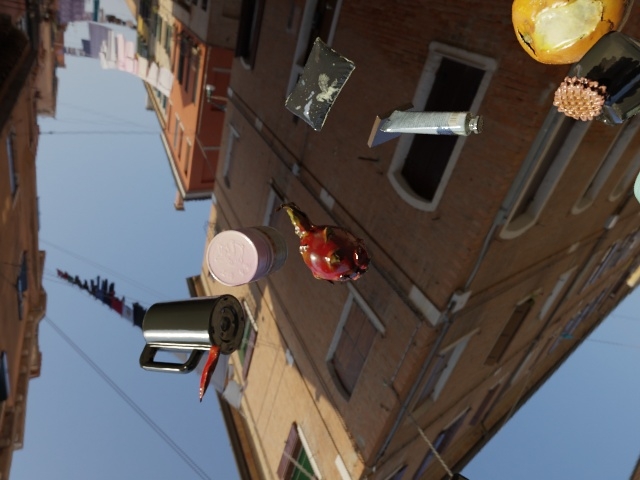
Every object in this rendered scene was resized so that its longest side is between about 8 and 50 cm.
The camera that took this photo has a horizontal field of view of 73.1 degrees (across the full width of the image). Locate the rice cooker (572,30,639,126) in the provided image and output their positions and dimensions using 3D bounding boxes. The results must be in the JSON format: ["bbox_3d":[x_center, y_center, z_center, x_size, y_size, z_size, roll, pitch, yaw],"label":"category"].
[{"bbox_3d":[0.535,-0.287,0.776,0.203,0.118,0.142,10,-136,-50],"label":"rice cooker"}]

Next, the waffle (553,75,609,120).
[{"bbox_3d":[0.416,-0.226,0.694,0.075,0.029,0.083,37,173,17],"label":"waffle"}]

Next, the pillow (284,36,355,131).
[{"bbox_3d":[-0.005,-0.413,1.159,0.141,0.208,0.055,41,-146,14],"label":"pillow"}]

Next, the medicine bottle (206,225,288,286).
[{"bbox_3d":[-0.259,0.050,1.606,0.202,0.202,0.316,22,-170,11],"label":"medicine bottle"}]

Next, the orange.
[{"bbox_3d":[0.546,-0.513,0.949,0.240,0.240,0.240,13,-153,-7],"label":"orange"}]

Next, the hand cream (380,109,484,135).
[{"bbox_3d":[0.291,-0.312,1.137,0.271,0.058,0.091,15,-119,40],"label":"hand cream"}]

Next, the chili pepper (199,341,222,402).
[{"bbox_3d":[-0.321,0.373,1.239,0.027,0.178,0.045,24,162,-25],"label":"chili pepper"}]

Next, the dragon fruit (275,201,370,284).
[{"bbox_3d":[0.000,0.000,0.962,0.246,0.125,0.125,45,-115,2],"label":"dragon fruit"}]

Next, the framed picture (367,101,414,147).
[{"bbox_3d":[0.230,-0.380,1.431,0.127,0.168,0.023,-25,-105,-12],"label":"framed picture"}]

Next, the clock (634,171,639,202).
[{"bbox_3d":[0.811,-0.167,0.883,0.223,0.274,0.094,2,-137,10],"label":"clock"}]

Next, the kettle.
[{"bbox_3d":[-0.448,0.326,1.505,0.308,0.262,0.203,-6,164,22],"label":"kettle"}]

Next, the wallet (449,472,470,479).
[{"bbox_3d":[0.299,0.607,0.903,0.146,0.030,0.285,21,-160,31],"label":"wallet"}]
